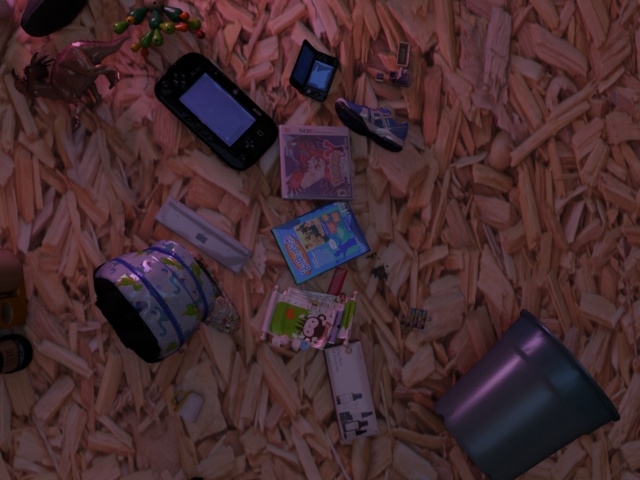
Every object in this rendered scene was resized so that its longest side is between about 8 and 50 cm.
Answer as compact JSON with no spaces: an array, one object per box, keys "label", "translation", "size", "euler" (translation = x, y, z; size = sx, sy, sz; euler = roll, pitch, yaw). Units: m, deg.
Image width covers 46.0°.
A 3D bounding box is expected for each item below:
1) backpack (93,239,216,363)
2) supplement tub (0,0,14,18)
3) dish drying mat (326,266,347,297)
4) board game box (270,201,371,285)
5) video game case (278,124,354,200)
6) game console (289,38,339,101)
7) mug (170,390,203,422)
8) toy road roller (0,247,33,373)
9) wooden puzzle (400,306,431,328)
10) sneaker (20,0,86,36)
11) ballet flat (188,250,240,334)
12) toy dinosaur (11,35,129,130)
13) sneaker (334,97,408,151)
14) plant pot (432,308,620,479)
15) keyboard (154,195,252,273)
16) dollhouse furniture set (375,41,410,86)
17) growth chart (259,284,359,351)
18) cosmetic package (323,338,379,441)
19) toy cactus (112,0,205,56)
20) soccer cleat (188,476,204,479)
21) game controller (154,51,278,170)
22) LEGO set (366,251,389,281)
[{"label":"backpack","translation":[-0.385,0.135,1.728],"size":[0.273,0.355,0.290],"euler":[-31,91,-8]},{"label":"supplement tub","translation":[-0.909,-0.608,1.762],"size":[0.316,0.228,0.228],"euler":[-14,89,-7]},{"label":"dish drying mat","translation":[0.043,0.111,1.950],"size":[0.032,0.008,0.083],"euler":[20,85,-6]},{"label":"board game box","translation":[0.000,0.000,1.928],"size":[0.210,0.047,0.160],"euler":[-24,89,-8]},{"label":"video game case","translation":[-0.011,-0.198,1.918],"size":[0.183,0.023,0.201],"euler":[0,74,-12]},{"label":"game console","translation":[-0.015,-0.435,1.934],"size":[0.107,0.071,0.122],"euler":[20,86,-5]},{"label":"mug","translation":[-0.328,0.406,1.872],"size":[0.078,0.062,0.064],"euler":[33,77,-11]},{"label":"toy road roller","translation":[-0.834,0.186,1.757],"size":[0.240,0.202,0.329],"euler":[-3,89,4]},{"label":"wooden puzzle","translation":[0.250,0.203,1.970],"size":[0.083,0.006,0.049],"euler":[12,86,-6]},{"label":"sneaker","translation":[-0.645,-0.655,1.863],"size":[0.146,0.122,0.330],"euler":[36,85,14]},{"label":"ballet flat","translation":[-0.282,0.134,1.878],"size":[0.091,0.077,0.241],"euler":[-35,92,-7]},{"label":"toy dinosaur","translation":[-0.600,-0.410,1.810],"size":[0.295,0.127,0.200],"euler":[-43,110,12]},{"label":"sneaker","translation":[0.132,-0.311,1.949],"size":[0.211,0.080,0.081],"euler":[30,78,-14]},{"label":"plant pot","translation":[0.479,0.402,1.843],"size":[0.334,0.341,0.341],"euler":[-39,92,1]},{"label":"keyboard","translation":[-0.297,-0.014,1.917],"size":[0.256,0.014,0.072],"euler":[34,89,-4]},{"label":"dollhouse furniture set","translation":[0.197,-0.468,1.954],"size":[0.091,0.081,0.114],"euler":[7,87,-6]},{"label":"growth chart","translation":[-0.028,0.198,1.906],"size":[0.237,0.021,0.172],"euler":[6,71,1]},{"label":"cosmetic package","translation":[0.077,0.379,1.916],"size":[0.099,0.060,0.239],"euler":[-12,89,-8]},{"label":"toy cactus","translation":[-0.408,-0.558,1.895],"size":[0.219,0.112,0.180],"euler":[-10,70,-4]},{"label":"soccer cleat","translation":[-0.247,0.729,1.855],"size":[0.116,0.108,0.318],"euler":[-40,94,14]},{"label":"game controller","translation":[-0.261,-0.326,1.905],"size":[0.319,0.067,0.166],"euler":[43,84,-4]},{"label":"LEGO set","translation":[0.150,0.072,1.960],"size":[0.054,0.023,0.083],"euler":[-10,76,-9]}]
